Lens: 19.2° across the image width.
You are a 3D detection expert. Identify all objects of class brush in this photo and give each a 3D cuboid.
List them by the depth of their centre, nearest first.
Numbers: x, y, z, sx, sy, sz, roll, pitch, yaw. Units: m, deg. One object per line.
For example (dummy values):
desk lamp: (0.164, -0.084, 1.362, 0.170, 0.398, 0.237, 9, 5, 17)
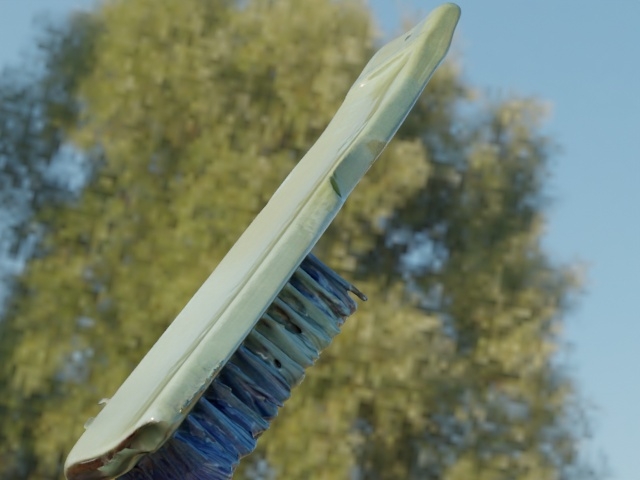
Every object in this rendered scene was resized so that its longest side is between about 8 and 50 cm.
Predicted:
brush: (0.000, 0.000, 0.426, 0.030, 0.178, 0.033, 43, -49, -7)
